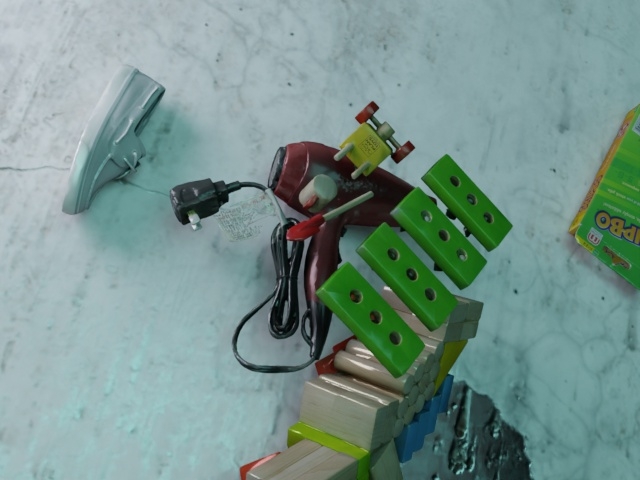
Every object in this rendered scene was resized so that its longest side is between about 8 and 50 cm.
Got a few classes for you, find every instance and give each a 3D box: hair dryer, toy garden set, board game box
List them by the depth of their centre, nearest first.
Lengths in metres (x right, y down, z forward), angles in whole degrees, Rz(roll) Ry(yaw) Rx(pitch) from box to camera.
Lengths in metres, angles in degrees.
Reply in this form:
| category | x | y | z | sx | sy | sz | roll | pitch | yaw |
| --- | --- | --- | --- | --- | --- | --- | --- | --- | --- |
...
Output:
| category | x | y | z | sx | sy | sz | roll | pitch | yaw |
| --- | --- | --- | --- | --- | --- | --- | --- | --- | --- |
| toy garden set | 0.062 | -0.012 | 0.814 | 0.204 | 0.049 | 0.244 | 47 | 52 | -2 |
| hair dryer | 0.000 | 0.000 | 0.873 | 0.293 | 0.080 | 0.224 | -24 | 83 | -24 |
| board game box | 0.419 | -0.056 | 1.068 | 0.124 | 0.039 | 0.259 | 37 | 59 | -3 |

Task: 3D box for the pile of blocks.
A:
| category | x | y | z | sx | sy | sz | roll | pitch | yaw |
| --- | --- | --- | --- | --- | --- | --- | --- | --- | --- |
| pile of blocks | 0.035 | 0.175 | 0.815 | 0.112 | 0.149 | 0.362 | 15 | 43 | 34 |

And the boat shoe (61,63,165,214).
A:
| category | x | y | z | sx | sy | sz | roll | pitch | yaw |
| --- | --- | --- | --- | --- | --- | --- | --- | --- | --- |
| boat shoe | -0.212 | -0.100 | 0.845 | 0.063 | 0.066 | 0.184 | 22 | 54 | -10 |
